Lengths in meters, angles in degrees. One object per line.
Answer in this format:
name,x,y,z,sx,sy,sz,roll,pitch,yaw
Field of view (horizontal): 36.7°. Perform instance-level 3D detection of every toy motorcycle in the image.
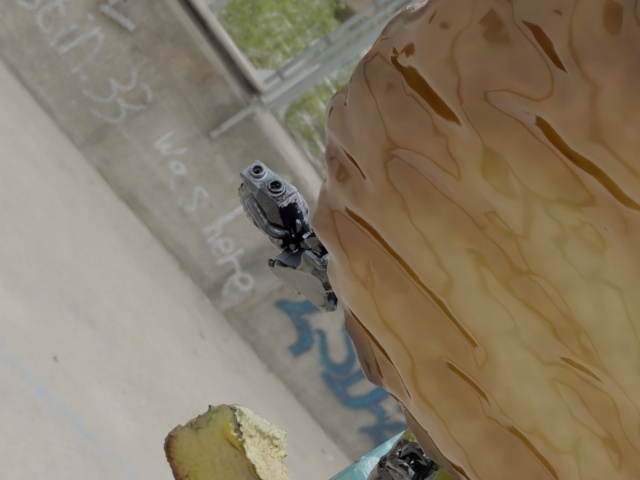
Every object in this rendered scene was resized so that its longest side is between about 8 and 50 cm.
toy motorcycle,0.000,0.000,1.159,0.270,0.106,0.159,42,-28,16

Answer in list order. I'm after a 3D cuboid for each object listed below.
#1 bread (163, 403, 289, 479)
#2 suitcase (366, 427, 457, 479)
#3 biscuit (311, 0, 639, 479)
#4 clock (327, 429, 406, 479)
bread,-0.103,0.301,1.189,0.169,0.140,0.160,45,22,-52
suitcase,0.130,0.183,0.678,0.143,0.194,0.235,40,-29,23
biscuit,0.137,0.028,0.412,0.325,0.107,0.326,30,-43,33
clock,0.054,0.297,1.093,0.094,0.223,0.274,56,28,13
